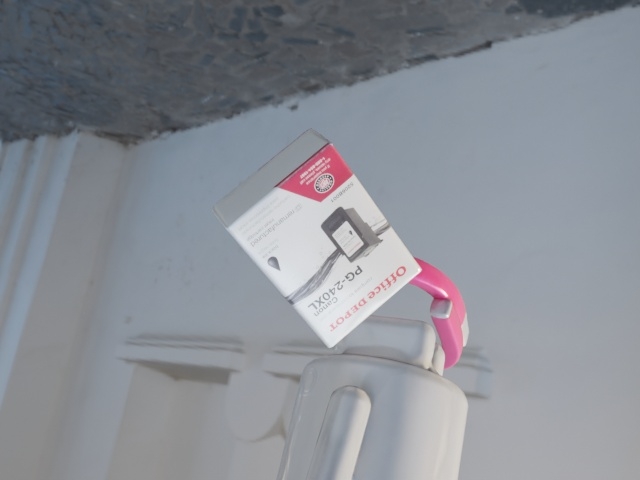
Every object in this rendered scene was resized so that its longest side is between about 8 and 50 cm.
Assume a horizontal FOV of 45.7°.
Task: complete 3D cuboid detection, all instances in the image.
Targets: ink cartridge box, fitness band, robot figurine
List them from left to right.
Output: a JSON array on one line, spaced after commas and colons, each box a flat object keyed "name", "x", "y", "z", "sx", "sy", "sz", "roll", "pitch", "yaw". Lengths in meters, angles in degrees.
[{"name": "ink cartridge box", "x": 0.000, "y": 0.000, "z": 0.645, "sx": 0.150, "sy": 0.109, "sz": 0.063, "roll": 51, "pitch": 176, "yaw": -27}, {"name": "robot figurine", "x": 0.054, "y": 0.265, "z": 0.862, "sx": 0.200, "sy": 0.353, "sz": 0.300, "roll": 2, "pitch": 153, "yaw": 24}, {"name": "fitness band", "x": 0.089, "y": 0.100, "z": 1.031, "sx": 0.209, "sy": 0.054, "sz": 0.290, "roll": 7, "pitch": 151, "yaw": 22}]
